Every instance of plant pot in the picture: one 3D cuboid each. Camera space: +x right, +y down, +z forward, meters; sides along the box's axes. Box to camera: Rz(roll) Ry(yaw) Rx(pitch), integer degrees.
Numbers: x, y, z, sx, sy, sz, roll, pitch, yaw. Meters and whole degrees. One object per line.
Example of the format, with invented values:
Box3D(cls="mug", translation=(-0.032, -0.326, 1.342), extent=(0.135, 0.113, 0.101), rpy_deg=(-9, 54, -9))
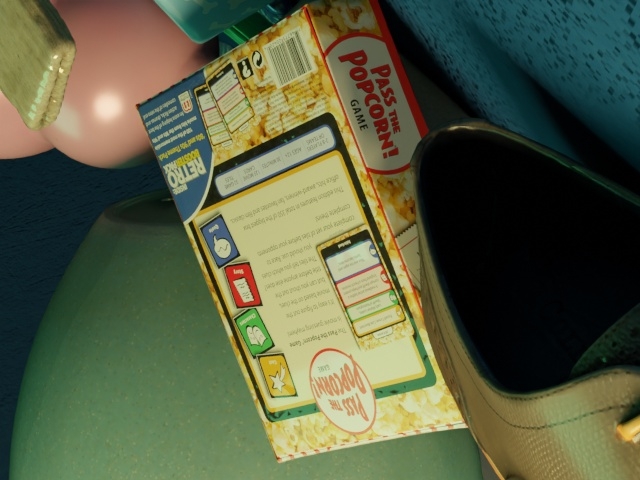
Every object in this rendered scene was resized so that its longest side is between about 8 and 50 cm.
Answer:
Box3D(cls="plant pot", translation=(-0.053, 0.070, 0.893), extent=(0.290, 0.290, 0.195), rpy_deg=(-130, 34, -74))

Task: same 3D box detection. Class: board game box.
Box3D(cls="board game box", translation=(0.000, 0.000, 0.692), extent=(0.147, 0.045, 0.193), rpy_deg=(-20, 92, 51))

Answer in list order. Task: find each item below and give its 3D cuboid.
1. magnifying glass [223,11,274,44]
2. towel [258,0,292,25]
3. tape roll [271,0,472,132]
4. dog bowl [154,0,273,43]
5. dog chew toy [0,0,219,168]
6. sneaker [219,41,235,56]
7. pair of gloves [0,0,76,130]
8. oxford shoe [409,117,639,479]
Box3D(cls="magnifying glass", translation=(-0.008, -0.115, 1.059), extent=(0.231, 0.026, 0.092), rpy_deg=(40, 179, -26))
Box3D(cls="towel", translation=(-0.113, -0.239, 1.119), extent=(0.243, 0.040, 0.336), rpy_deg=(46, -179, -3))
Box3D(cls="tape roll", translation=(0.102, 0.019, 0.870), extent=(0.392, 0.072, 0.392), rpy_deg=(47, 180, 0))
Box3D(cls="dog bowl", translation=(-0.126, -0.220, 0.793), extent=(0.297, 0.074, 0.166), rpy_deg=(48, -179, 20))
Box3D(cls="dog chew toy", translation=(-0.208, -0.146, 0.925), extent=(0.332, 0.207, 0.206), rpy_deg=(23, 173, 18))
Box3D(cls="sneaker", translation=(-0.032, -0.092, 1.281), extent=(0.235, 0.094, 0.153), rpy_deg=(6, 152, 48))
Box3D(cls="pair of gloves", translation=(-0.158, -0.193, 0.694), extent=(0.204, 0.042, 0.240), rpy_deg=(49, 142, 22))
Box3D(cls="oxford shoe", translation=(0.123, 0.087, 0.422), extent=(0.364, 0.130, 0.133), rpy_deg=(48, 175, 48))
